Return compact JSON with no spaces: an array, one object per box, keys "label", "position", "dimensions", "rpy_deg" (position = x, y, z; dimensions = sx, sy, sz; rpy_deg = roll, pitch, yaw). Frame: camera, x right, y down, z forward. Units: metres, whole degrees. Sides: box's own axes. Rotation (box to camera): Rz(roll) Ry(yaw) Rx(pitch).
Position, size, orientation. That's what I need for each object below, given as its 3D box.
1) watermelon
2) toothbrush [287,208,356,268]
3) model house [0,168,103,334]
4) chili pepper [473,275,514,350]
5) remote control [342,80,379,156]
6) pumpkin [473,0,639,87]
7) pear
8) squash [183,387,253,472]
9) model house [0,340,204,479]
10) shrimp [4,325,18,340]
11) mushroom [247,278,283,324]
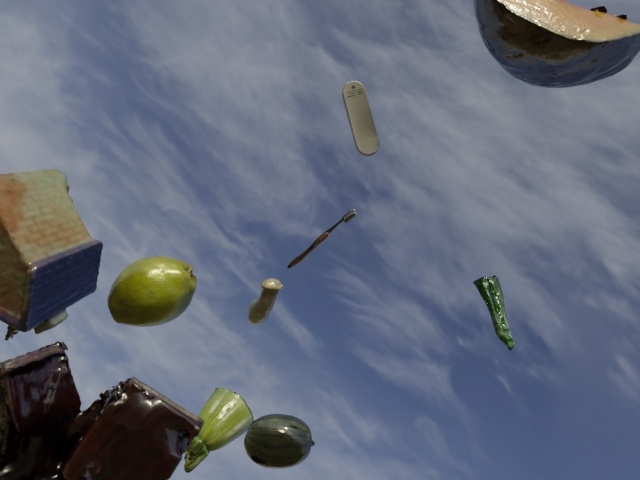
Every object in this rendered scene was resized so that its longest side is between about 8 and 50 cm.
[{"label":"watermelon","position":[-0.063,0.312,0.669],"dimensions":[0.110,0.078,0.078],"rpy_deg":[2,-64,-3]},{"label":"toothbrush","position":[0.000,-0.002,1.480],"dimensions":[0.321,0.031,0.023],"rpy_deg":[-39,-59,19]},{"label":"model house","position":[-0.613,0.055,0.830],"dimensions":[0.312,0.245,0.280],"rpy_deg":[-24,-79,10]},{"label":"chili pepper","position":[0.533,0.218,1.286],"dimensions":[0.059,0.088,0.227],"rpy_deg":[111,-26,-56]},{"label":"remote control","position":[0.127,-0.383,1.349],"dimensions":[0.077,0.022,0.245],"rpy_deg":[-14,-96,-2]},{"label":"pumpkin","position":[0.369,-0.331,0.752],"dimensions":[0.312,0.148,0.169],"rpy_deg":[31,-32,10]},{"label":"pear","position":[-0.513,0.156,1.315],"dimensions":[0.269,0.212,0.213],"rpy_deg":[-25,-80,-6]},{"label":"squash","position":[-0.203,0.349,0.781],"dimensions":[0.105,0.132,0.105],"rpy_deg":[16,-58,28]},{"label":"model house","position":[-0.221,0.185,0.370],"dimensions":[0.203,0.141,0.164],"rpy_deg":[29,-67,-8]},{"label":"shrimp","position":[-0.659,0.159,1.004],"dimensions":[0.262,0.117,0.066],"rpy_deg":[-53,-131,27]},{"label":"mushroom","position":[-0.202,0.221,1.533],"dimensions":[0.081,0.092,0.223],"rpy_deg":[17,-48,-15]}]
